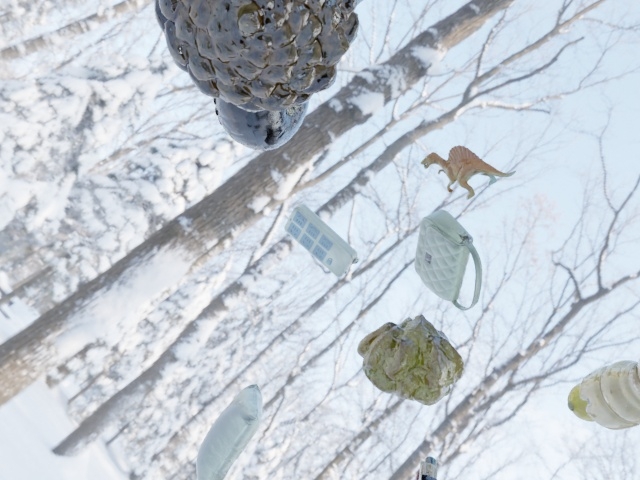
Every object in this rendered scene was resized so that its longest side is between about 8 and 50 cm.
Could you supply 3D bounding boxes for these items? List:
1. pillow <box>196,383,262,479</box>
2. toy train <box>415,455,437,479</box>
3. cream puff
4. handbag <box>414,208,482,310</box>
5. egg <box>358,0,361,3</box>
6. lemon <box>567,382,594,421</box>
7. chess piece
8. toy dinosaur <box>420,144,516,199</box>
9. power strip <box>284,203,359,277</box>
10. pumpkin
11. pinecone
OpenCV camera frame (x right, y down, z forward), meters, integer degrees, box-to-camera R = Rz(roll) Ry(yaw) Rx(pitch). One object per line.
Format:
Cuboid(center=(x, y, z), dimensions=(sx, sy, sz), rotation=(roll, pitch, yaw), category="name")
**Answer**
Cuboid(center=(-0.208, 0.451, 1.283), dimensions=(0.078, 0.254, 0.144), rotation=(29, 13, -21), category="pillow")
Cuboid(center=(0.263, 0.597, 1.413), dimensions=(0.050, 0.138, 0.086), rotation=(13, -64, 9), category="toy train")
Cuboid(center=(0.214, 0.281, 1.349), dimensions=(0.244, 0.196, 0.244), rotation=(42, 9, -8), category="cream puff")
Cuboid(center=(0.339, 0.064, 1.492), dimensions=(0.219, 0.079, 0.256), rotation=(52, -25, 38), category="handbag")
Cuboid(center=(0.001, -0.477, 1.018), dimensions=(0.169, 0.231, 0.169), rotation=(162, -90, -77), category="egg")
Cuboid(center=(0.425, 0.255, 0.902), dimensions=(0.062, 0.083, 0.062), rotation=(173, -90, -72), category="lemon")
Cuboid(center=(0.237, 0.098, 0.400), dimensions=(0.066, 0.066, 0.122), rotation=(46, -27, 11), category="chess piece")
Cuboid(center=(0.348, -0.178, 1.341), dimensions=(0.212, 0.057, 0.142), rotation=(-30, -84, 49), category="toy dinosaur")
Cuboid(center=(0.000, 0.000, 1.276), dimensions=(0.192, 0.035, 0.081), rotation=(42, -48, 11), category="power strip")
Cuboid(center=(-0.119, -0.311, 1.227), dimensions=(0.163, 0.233, 0.233), rotation=(25, -35, 26), category="pumpkin")
Cuboid(center=(-0.086, -0.277, 0.668), dimensions=(0.257, 0.244, 0.243), rotation=(44, -24, 46), category="pinecone")
